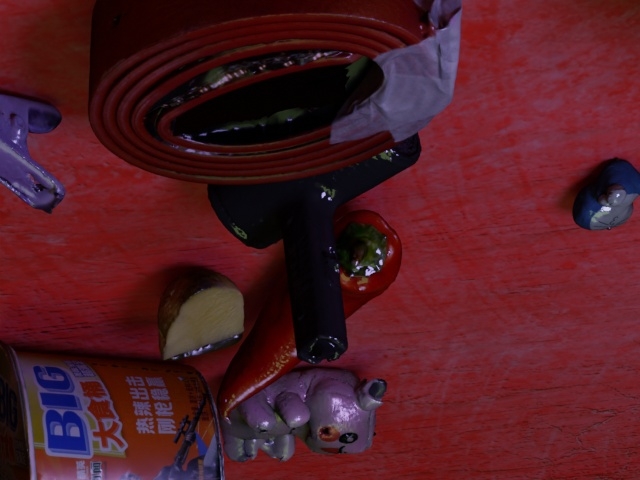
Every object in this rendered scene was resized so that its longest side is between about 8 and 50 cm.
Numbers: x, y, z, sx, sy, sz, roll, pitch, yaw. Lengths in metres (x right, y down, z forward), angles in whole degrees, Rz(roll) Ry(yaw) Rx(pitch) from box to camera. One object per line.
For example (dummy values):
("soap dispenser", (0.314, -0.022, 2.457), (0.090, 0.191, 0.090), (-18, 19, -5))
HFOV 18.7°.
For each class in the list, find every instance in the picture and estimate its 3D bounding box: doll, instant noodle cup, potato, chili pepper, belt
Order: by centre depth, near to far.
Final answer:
("belt", (-0.034, -0.155, 1.618), (0.324, 0.115, 0.227), (-10, 147, 13))
("doll", (0.282, -0.040, 1.868), (0.076, 0.050, 0.083), (-4, 149, -33))
("chili pepper", (0.001, 0.063, 1.919), (0.092, 0.137, 0.368), (30, 144, -4))
("potato", (-0.124, 0.060, 1.969), (0.096, 0.066, 0.103), (-15, 143, -28))
("instant noodle cup", (-0.232, 0.245, 2.061), (0.214, 0.296, 0.296), (-2, 147, -19))
("doll", (-0.017, 0.190, 2.142), (0.192, 0.095, 0.149), (2, 152, -11))

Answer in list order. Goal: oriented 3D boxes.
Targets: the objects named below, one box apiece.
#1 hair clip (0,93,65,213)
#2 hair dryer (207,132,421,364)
("hair clip", (-0.338, -0.118, 1.677), (0.137, 0.090, 0.278), (-30, 132, 34))
("hair dryer", (0.000, 0.000, 1.725), (0.197, 0.251, 0.089), (-29, 138, 30))
